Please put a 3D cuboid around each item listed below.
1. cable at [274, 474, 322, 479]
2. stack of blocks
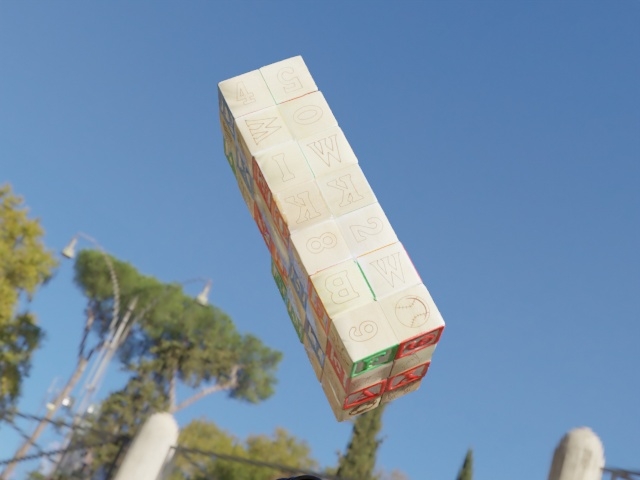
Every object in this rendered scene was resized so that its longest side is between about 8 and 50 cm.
[{"bbox_3d":[-0.045,0.396,1.343,0.150,0.184,0.047,39,0,32],"label":"cable"},{"bbox_3d":[0.000,0.000,0.974,0.087,0.297,0.171,-21,-23,-13],"label":"stack of blocks"}]
